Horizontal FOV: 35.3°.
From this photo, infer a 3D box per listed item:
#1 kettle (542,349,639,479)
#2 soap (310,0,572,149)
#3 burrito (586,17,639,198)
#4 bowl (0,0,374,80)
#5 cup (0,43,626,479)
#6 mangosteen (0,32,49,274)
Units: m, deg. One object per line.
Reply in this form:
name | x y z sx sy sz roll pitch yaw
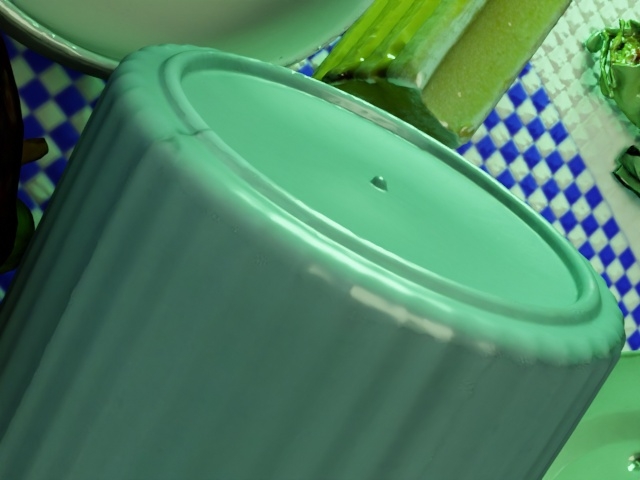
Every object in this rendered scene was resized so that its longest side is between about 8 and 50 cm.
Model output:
kettle | 0.225 0.289 0.718 0.319 0.247 0.342 -33 134 3
soap | 0.101 -0.167 0.657 0.073 0.140 0.232 44 74 -26
burrito | 0.305 -0.058 0.819 0.288 0.054 0.104 43 77 -24
bowl | -0.096 -0.222 0.550 0.286 0.143 0.287 -2 94 -26
cup | -0.011 0.108 0.486 0.331 0.257 0.311 21 112 -20
mangosteen | -0.243 -0.015 0.416 0.359 0.306 0.306 29 80 -46
